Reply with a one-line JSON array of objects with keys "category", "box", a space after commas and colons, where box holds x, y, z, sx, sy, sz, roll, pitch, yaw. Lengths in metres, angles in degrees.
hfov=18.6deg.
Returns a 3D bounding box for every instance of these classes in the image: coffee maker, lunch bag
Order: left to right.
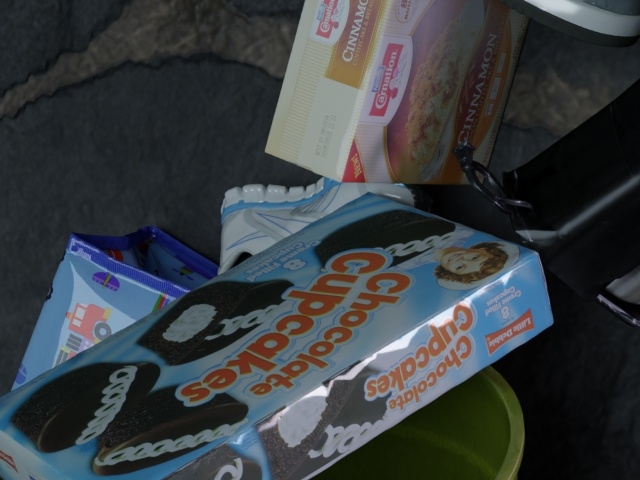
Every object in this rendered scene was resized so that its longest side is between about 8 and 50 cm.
[{"category": "lunch bag", "box": [-0.080, 0.150, 1.473, 0.293, 0.138, 0.221, 27, 104, 20]}, {"category": "coffee maker", "box": [0.213, -0.050, 1.233, 0.178, 0.171, 0.120, -41, 53, 26]}]

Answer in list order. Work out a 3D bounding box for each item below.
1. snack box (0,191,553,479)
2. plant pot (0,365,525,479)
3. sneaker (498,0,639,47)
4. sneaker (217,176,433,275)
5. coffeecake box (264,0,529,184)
[{"category": "snack box", "box": [-0.034, 0.080, 1.231, 0.187, 0.322, 0.060, 22, 135, 52]}, {"category": "plant pot", "box": [-0.025, 0.296, 1.289, 0.366, 0.366, 0.353, 5, 117, 34]}, {"category": "sneaker", "box": [0.141, -0.277, 1.313, 0.295, 0.124, 0.178, 45, 124, 26]}, {"category": "sneaker", "box": [0.000, 0.000, 1.425, 0.190, 0.071, 0.083, -12, 54, 41]}, {"category": "coffeecake box", "box": [0.057, -0.114, 1.327, 0.068, 0.185, 0.142, 23, 104, 32]}]
